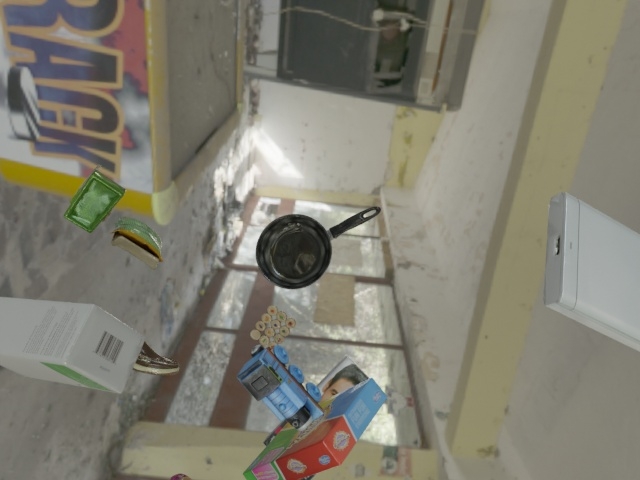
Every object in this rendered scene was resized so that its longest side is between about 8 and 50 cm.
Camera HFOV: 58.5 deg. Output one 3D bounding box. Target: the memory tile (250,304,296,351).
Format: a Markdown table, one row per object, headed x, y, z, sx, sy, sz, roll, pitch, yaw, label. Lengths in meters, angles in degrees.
| x | y | z | sx | sy | sz | roll | pitch | yaw | label |
| --- | --- | --- | --- | --- | --- | --- | --- | --- | --- |
| -0.161 | 0.297 | 1.926 | 0.148 | 0.113 | 0.012 | -55 | 177 | 19 | memory tile |

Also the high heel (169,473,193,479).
| x | y | z | sx | sy | sz | roll | pitch | yaw | label |
| --- | --- | --- | --- | --- | --- | --- | --- | --- | --- |
| -0.374 | 0.822 | 1.779 | 0.117 | 0.244 | 0.082 | -30 | -161 | 53 | high heel |

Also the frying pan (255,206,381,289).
| x | y | z | sx | sy | sz | roll | pitch | yaw | label |
| --- | --- | --- | --- | --- | --- | --- | --- | --- | --- |
| -0.023 | -0.017 | 1.466 | 0.326 | 0.197 | 0.053 | -47 | 166 | -6 | frying pan |

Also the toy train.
| x | y | z | sx | sy | sz | roll | pitch | yaw | label |
| --- | --- | --- | --- | --- | --- | --- | --- | --- | --- |
| -0.071 | 0.279 | 1.073 | 0.080 | 0.184 | 0.105 | -39 | -176 | 18 | toy train |

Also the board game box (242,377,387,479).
| x | y | z | sx | sy | sz | roll | pitch | yaw | label |
| --- | --- | --- | --- | --- | --- | --- | --- | --- | --- |
| -0.013 | 0.468 | 1.367 | 0.317 | 0.064 | 0.242 | -37 | 180 | 38 | board game box |

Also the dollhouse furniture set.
| x | y | z | sx | sy | sz | roll | pitch | yaw | label |
| --- | --- | --- | --- | --- | --- | --- | --- | --- | --- |
| -0.553 | -0.077 | 1.655 | 0.151 | 0.302 | 0.197 | -49 | -157 | 10 | dollhouse furniture set |

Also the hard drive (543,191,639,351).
| x | y | z | sx | sy | sz | roll | pitch | yaw | label |
| --- | --- | --- | --- | --- | --- | --- | --- | --- | --- |
| 0.576 | 0.080 | 1.085 | 0.047 | 0.353 | 0.232 | -36 | -146 | 56 | hard drive |

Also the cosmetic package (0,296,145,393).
| x | y | z | sx | sy | sz | roll | pitch | yaw | label |
| --- | --- | --- | --- | --- | --- | --- | --- | --- | --- |
| -0.644 | 0.251 | 1.398 | 0.197 | 0.366 | 0.155 | 52 | 45 | -46 | cosmetic package |

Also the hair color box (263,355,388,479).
| x | y | z | sx | sy | sz | roll | pitch | yaw | label |
| --- | --- | --- | --- | --- | --- | --- | --- | --- | --- |
| 0.018 | 0.566 | 1.821 | 0.374 | 0.185 | 0.113 | -45 | 172 | -8 | hair color box |

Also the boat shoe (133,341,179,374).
| x | y | z | sx | sy | sz | roll | pitch | yaw | label |
| --- | --- | --- | --- | --- | --- | --- | --- | --- | --- |
| -0.570 | 0.359 | 1.806 | 0.095 | 0.258 | 0.095 | 155 | -53 | -87 | boat shoe |
